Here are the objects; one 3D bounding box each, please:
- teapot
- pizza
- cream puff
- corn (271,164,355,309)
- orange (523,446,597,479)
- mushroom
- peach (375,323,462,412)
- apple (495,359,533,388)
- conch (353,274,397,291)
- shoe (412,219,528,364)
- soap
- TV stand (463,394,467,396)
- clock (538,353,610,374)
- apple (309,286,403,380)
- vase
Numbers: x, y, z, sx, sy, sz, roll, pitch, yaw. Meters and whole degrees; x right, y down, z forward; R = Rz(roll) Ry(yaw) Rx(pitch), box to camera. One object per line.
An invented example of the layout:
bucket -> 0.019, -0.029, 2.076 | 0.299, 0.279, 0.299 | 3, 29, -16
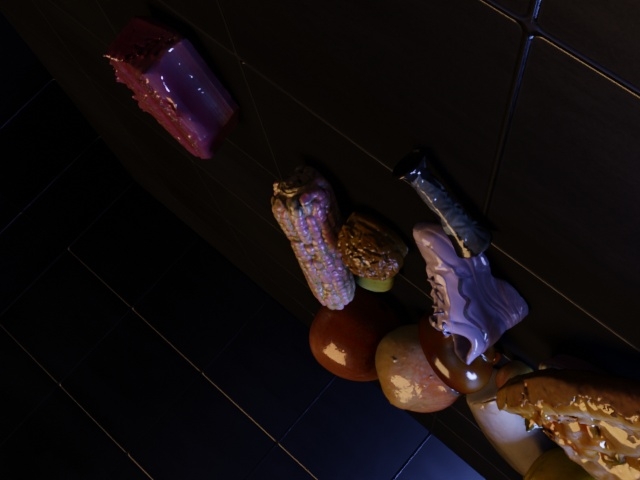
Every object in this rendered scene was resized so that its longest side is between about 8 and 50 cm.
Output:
teapot -> 0.286, 0.205, 1.470 | 0.252, 0.135, 0.178 | 28, -142, -48
pizza -> 0.442, 0.300, 1.153 | 0.392, 0.080, 0.435 | 26, 152, 31
cream puff -> 0.092, 0.017, 1.439 | 0.144, 0.103, 0.126 | 35, 165, 23
corn -> -0.001, 0.002, 1.528 | 0.127, 0.127, 0.335 | 31, 154, 43
orange -> 0.550, 0.562, 1.582 | 0.279, 0.235, 0.279 | 39, 172, 6
mushroom -> 0.442, 0.428, 1.725 | 0.154, 0.137, 0.407 | 9, 140, 48
peach -> 0.238, 0.301, 1.752 | 0.232, 0.232, 0.232 | 40, 168, 10
apple -> 0.385, 0.274, 1.498 | 0.084, 0.071, 0.084 | 43, 177, 3
conch -> 0.121, 0.062, 1.595 | 0.106, 0.079, 0.170 | 29, 165, 0
shoe -> 0.209, 0.079, 1.194 | 0.245, 0.137, 0.095 | 46, 164, -19
soap -> -0.278, -0.287, 1.495 | 0.220, 0.127, 0.325 | 35, 167, 35
TV stand -> 0.478, 0.476, 1.998 | 0.249, 0.042, 0.036 | 44, 166, -8
clock -> 0.469, 0.282, 1.277 | 0.244, 0.056, 0.244 | 39, 168, 10
apple -> 0.100, 0.240, 1.942 | 0.253, 0.253, 0.253 | 40, 168, 10
vase -> 0.168, -0.049, 1.055 | 0.167, 0.059, 0.059 | 47, 168, -22
